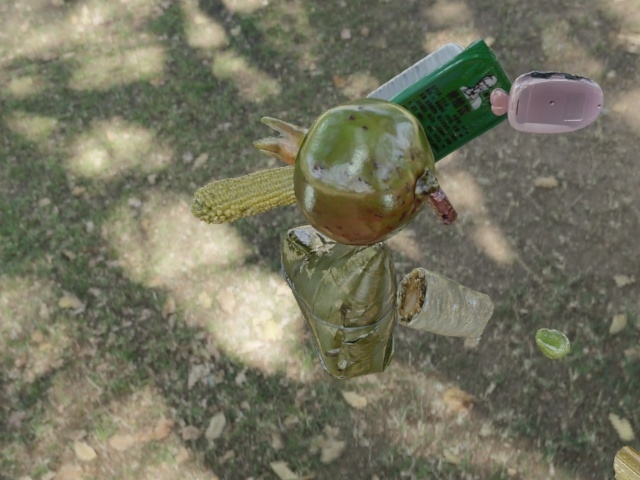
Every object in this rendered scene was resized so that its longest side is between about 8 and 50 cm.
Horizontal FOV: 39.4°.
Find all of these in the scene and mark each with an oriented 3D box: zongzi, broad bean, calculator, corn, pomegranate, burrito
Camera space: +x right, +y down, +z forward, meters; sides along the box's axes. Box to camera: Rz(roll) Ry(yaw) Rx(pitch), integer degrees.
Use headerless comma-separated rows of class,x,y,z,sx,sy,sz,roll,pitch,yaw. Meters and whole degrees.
zongzi,0.030,0.028,1.593,0.159,0.361,0.323,-19,53,-18
broad bean,0.504,0.224,1.945,0.045,0.063,0.083,14,14,-44
calculator,0.334,-0.203,1.325,0.165,0.103,0.024,0,40,4
corn,-0.121,-0.088,1.694,0.288,0.086,0.087,-11,46,27
pomegranate,0.032,-0.104,1.179,0.245,0.198,0.198,28,53,-7
burrito,0.275,0.145,2.023,0.105,0.299,0.143,-29,60,33

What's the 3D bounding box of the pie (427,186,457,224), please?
pie,0.221,-0.091,1.765,0.036,0.154,0.154,-37,54,3

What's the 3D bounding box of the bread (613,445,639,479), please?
bread,0.399,0.299,1.100,0.103,0.062,0.049,40,75,14

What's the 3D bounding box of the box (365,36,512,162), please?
box,0.222,-0.284,1.860,0.336,0.264,0.106,-32,54,14
